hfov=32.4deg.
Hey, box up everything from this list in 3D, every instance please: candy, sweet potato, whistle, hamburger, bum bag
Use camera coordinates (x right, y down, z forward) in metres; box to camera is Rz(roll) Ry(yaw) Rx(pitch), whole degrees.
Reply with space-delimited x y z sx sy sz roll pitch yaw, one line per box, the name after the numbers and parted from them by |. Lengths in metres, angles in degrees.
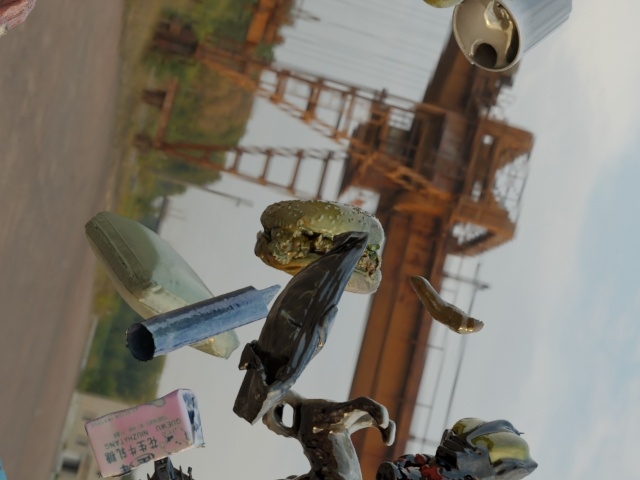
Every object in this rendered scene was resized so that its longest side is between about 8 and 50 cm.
-0.251 0.280 1.591 0.073 0.160 0.092 24 46 -77 | candy
0.251 0.140 2.277 0.053 0.182 0.054 -50 171 -12 | sweet potato
-0.167 0.119 1.680 0.304 0.062 0.062 -16 132 -53 | whistle
0.000 0.000 1.614 0.215 0.190 0.122 -153 -104 -82 | hamburger
-0.024 0.090 1.152 0.248 0.069 0.102 -57 180 -35 | bum bag

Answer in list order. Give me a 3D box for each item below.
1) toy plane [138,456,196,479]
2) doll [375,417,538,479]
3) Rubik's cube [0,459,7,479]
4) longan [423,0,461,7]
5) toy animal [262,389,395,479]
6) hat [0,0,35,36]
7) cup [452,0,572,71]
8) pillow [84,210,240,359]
-0.330 0.486 2.322 0.061 0.130 0.189 104 -29 -86 | toy plane
0.184 0.279 1.389 0.127 0.249 0.088 53 -49 28 | doll
-0.643 0.379 1.842 0.151 0.155 0.154 69 11 13 | Rubik's cube
0.147 -0.308 1.301 0.083 0.075 0.075 107 -5 -72 | longan
-0.005 0.493 2.391 0.194 0.303 0.344 28 71 -73 | toy animal
-0.469 -0.223 1.380 0.286 0.107 0.237 -38 -166 -10 | hat
0.371 -0.453 2.212 0.202 0.166 0.221 -35 -157 -32 | cup
-0.291 0.076 1.999 0.119 0.255 0.322 -49 -143 -1 | pillow
